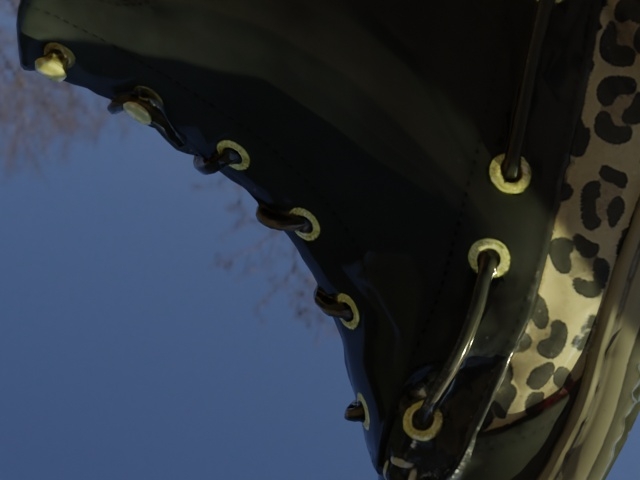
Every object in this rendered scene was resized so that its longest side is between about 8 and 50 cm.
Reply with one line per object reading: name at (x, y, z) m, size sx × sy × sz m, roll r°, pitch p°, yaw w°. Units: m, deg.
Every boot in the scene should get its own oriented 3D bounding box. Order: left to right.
boot at (0.001, -0.001, 0.396) m, size 0.178 × 0.236 × 0.085 m, roll 26°, pitch -170°, yaw 6°
